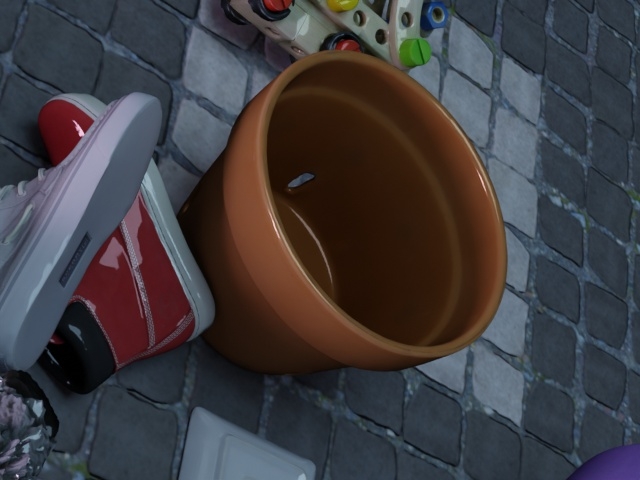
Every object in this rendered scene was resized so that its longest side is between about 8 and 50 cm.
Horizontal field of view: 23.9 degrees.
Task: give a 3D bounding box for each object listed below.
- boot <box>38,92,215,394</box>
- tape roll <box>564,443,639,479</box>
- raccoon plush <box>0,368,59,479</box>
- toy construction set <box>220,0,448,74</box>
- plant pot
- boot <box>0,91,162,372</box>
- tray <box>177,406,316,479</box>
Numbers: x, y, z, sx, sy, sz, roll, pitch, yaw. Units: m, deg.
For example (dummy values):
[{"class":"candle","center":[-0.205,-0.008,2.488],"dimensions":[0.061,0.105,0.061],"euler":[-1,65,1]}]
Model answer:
[{"class":"boot","center":[-0.212,0.000,1.278],"dimensions":[0.176,0.088,0.244],"euler":[-26,88,-42]},{"class":"tape roll","center":[0.326,0.338,1.454],"dimensions":[0.090,0.275,0.275],"euler":[-28,89,-48]},{"class":"raccoon plush","center":[-0.351,0.139,0.923],"dimensions":[0.299,0.216,0.446],"euler":[40,24,-15]},{"class":"toy construction set","center":[0.007,-0.285,1.581],"dimensions":[0.327,0.151,0.215],"euler":[31,74,-17]},{"class":"plant pot","center":[0.000,0.000,1.384],"dimensions":[0.291,0.203,0.291],"euler":[21,56,-33]},{"class":"boot","center":[-0.234,-0.027,1.205],"dimensions":[0.123,0.095,0.258],"euler":[22,66,14]},{"class":"tray","center":[-0.068,0.283,1.296],"dimensions":[0.145,0.030,0.270],"euler":[31,50,-29]}]
